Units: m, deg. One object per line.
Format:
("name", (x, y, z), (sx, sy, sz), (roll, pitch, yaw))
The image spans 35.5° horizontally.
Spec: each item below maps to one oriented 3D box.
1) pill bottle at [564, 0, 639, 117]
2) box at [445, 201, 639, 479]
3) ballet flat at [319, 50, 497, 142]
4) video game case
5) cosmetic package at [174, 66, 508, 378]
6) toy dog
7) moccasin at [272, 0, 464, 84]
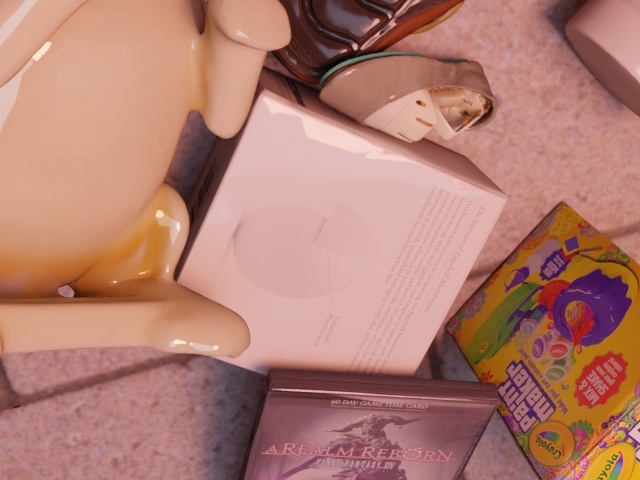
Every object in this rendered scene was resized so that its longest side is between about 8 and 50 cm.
("pill bottle", (0.352, -0.231, 0.824), (0.283, 0.160, 0.160), (-44, 110, 8))
("box", (0.299, 0.153, 0.890), (0.279, 0.290, 0.177), (37, 101, -20))
("ballet flat", (0.083, -0.113, 0.814), (0.072, 0.213, 0.068), (-34, 77, 36))
("video game case", (0.026, 0.214, 0.903), (0.196, 0.026, 0.274), (5, 135, -11))
("cosmetic package", (0.000, 0.000, 0.868), (0.225, 0.138, 0.224), (22, 106, -15))
("toy dog", (-0.193, -0.147, 0.713), (0.285, 0.395, 0.407), (5, 99, -36))
("moccasin", (0.122, -0.257, 0.802), (0.380, 0.147, 0.139), (-40, 97, 11))
